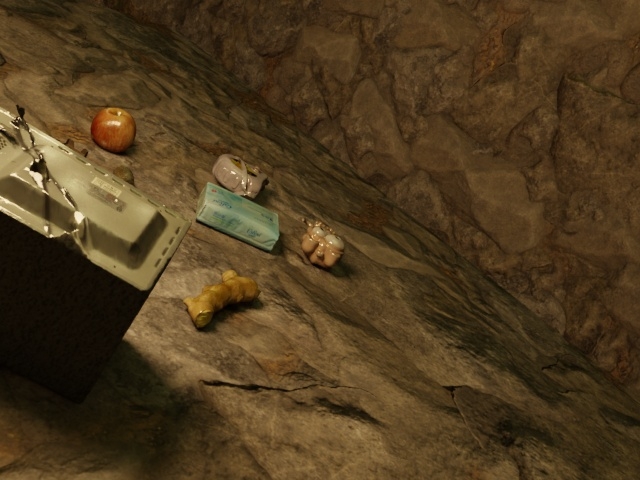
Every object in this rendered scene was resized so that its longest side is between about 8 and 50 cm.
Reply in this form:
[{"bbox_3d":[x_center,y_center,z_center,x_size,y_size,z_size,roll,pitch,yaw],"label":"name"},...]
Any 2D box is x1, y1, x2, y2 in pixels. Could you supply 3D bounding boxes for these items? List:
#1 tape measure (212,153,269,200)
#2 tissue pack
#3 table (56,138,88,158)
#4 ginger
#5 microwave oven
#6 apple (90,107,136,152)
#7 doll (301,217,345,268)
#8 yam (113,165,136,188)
[{"bbox_3d":[-0.291,-0.228,2.286,0.197,0.120,0.236,36,15,-6],"label":"tape measure"},{"bbox_3d":[-0.260,-0.077,2.037,0.263,0.089,0.177,24,24,-18],"label":"tissue pack"},{"bbox_3d":[-0.704,-0.229,1.771,0.083,0.082,0.070,34,21,8],"label":"table"},{"bbox_3d":[-0.245,0.142,1.599,0.117,0.065,0.299,22,17,12],"label":"ginger"},{"bbox_3d":[-0.499,0.011,1.099,0.431,0.374,0.236,31,29,-11],"label":"microwave oven"},{"bbox_3d":[-0.661,-0.356,2.050,0.146,0.131,0.146,23,27,-13],"label":"apple"},{"bbox_3d":[0.002,0.001,2.191,0.154,0.119,0.278,29,16,-16],"label":"doll"},{"bbox_3d":[-0.537,-0.127,1.807,0.061,0.061,0.253,15,27,-37],"label":"yam"}]
